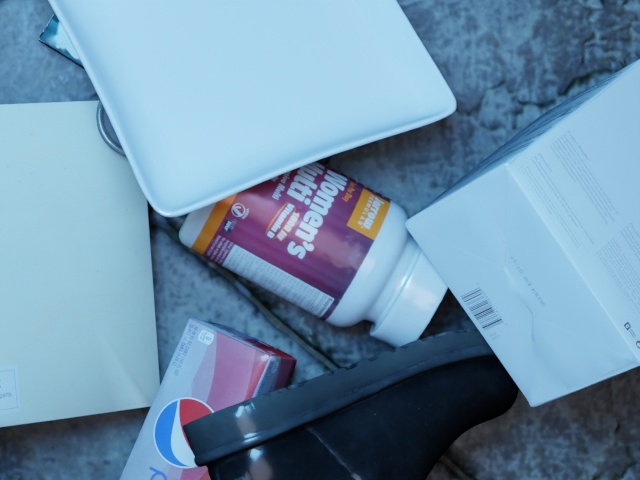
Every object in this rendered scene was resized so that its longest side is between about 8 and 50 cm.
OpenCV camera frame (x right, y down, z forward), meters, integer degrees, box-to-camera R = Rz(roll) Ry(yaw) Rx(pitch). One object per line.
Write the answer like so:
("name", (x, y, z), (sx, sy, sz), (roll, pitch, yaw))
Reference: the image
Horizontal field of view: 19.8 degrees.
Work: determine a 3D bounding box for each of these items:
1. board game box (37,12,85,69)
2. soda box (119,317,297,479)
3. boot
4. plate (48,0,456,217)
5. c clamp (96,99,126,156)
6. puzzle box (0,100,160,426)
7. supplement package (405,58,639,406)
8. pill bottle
("board game box", (-0.135, -0.179, 1.607), (0.186, 0.026, 0.126), (32, 89, -4))
("soda box", (-0.117, 0.203, 1.581), (0.083, 0.092, 0.263), (23, 91, 15))
("boot", (0.061, 0.230, 1.514), (0.348, 0.131, 0.260), (-16, 80, -33))
("plate", (-0.067, -0.167, 1.539), (0.278, 0.045, 0.277), (-21, 69, -19))
("c clamp", (-0.110, -0.129, 1.570), (0.137, 0.022, 0.161), (32, 79, -9))
("puzzle box", (-0.333, 0.025, 1.506), (0.409, 0.052, 0.272), (-4, 93, -30))
("supplement package", (0.222, -0.007, 1.533), (0.203, 0.149, 0.194), (-37, 94, -37))
("pill bottle", (0.000, 0.000, 1.575), (0.221, 0.121, 0.121), (28, 90, -4))
